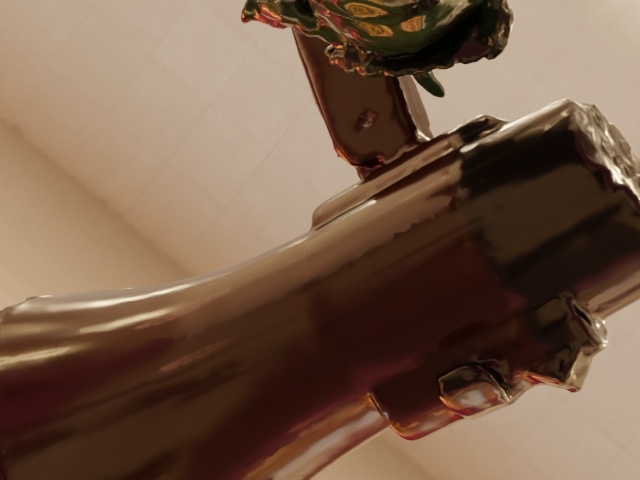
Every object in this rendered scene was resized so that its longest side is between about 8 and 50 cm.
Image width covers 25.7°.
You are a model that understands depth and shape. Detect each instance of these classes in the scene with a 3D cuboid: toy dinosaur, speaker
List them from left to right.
[{"bbox_3d":[0.005,0.018,0.723,0.329,0.259,0.198,-33,-57,17],"label":"speaker"},{"bbox_3d":[0.004,-0.125,0.558,0.120,0.292,0.079,28,-93,24],"label":"toy dinosaur"}]
